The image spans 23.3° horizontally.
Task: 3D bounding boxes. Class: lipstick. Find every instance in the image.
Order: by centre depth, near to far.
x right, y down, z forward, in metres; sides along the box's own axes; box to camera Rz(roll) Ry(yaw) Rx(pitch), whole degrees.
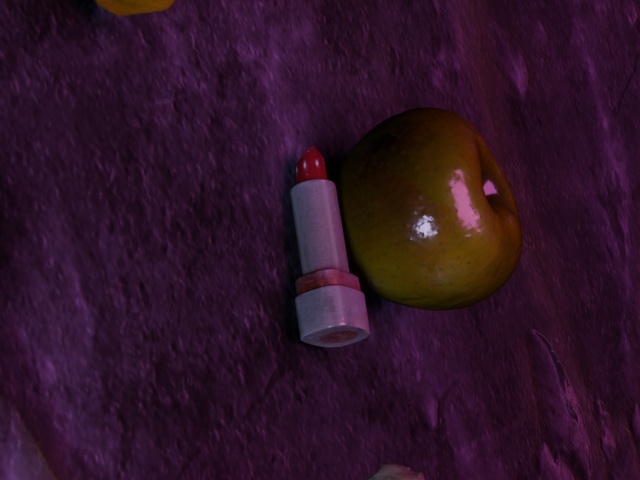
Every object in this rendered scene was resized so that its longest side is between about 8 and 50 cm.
[{"bbox_3d":[-0.001,0.000,1.409,0.063,0.057,0.186,20,55,-52],"label":"lipstick"}]

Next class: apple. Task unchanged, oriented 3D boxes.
[{"bbox_3d":[0.100,-0.024,1.468,0.196,0.157,0.196,40,39,-44],"label":"apple"}]

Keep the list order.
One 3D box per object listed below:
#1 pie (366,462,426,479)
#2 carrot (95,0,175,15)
[{"bbox_3d":[0.072,0.390,1.139,0.395,0.181,0.418,65,25,-69],"label":"pie"},{"bbox_3d":[-0.129,-0.316,1.296,0.114,0.114,0.301,44,41,-38],"label":"carrot"}]
